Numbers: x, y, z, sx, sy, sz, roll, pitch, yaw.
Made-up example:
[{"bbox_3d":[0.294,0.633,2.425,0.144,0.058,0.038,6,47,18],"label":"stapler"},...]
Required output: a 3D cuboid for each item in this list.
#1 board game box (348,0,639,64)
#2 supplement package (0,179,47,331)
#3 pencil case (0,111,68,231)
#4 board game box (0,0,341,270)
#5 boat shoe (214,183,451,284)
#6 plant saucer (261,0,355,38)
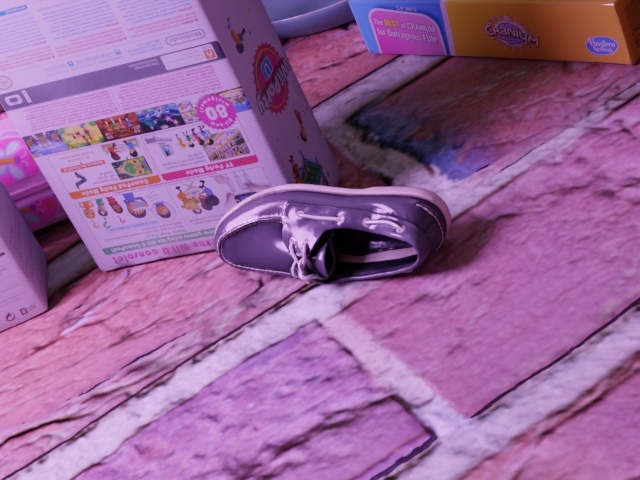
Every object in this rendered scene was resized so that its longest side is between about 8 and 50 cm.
[{"bbox_3d":[0.218,-0.264,1.593,0.316,0.064,0.242,8,44,44],"label":"board game box"},{"bbox_3d":[-0.330,-0.010,1.496,0.105,0.179,0.105,-24,30,4],"label":"supplement package"},{"bbox_3d":[-0.284,-0.065,1.607,0.284,0.124,0.124,-22,30,2],"label":"pencil case"},{"bbox_3d":[-0.146,-0.130,1.421,0.224,0.303,0.097,-9,34,25],"label":"board game box"},{"bbox_3d":[0.000,0.000,1.339,0.206,0.075,0.065,-5,33,24],"label":"boat shoe"},{"bbox_3d":[0.016,-0.307,1.836,0.317,0.043,0.317,-19,32,12],"label":"plant saucer"}]
